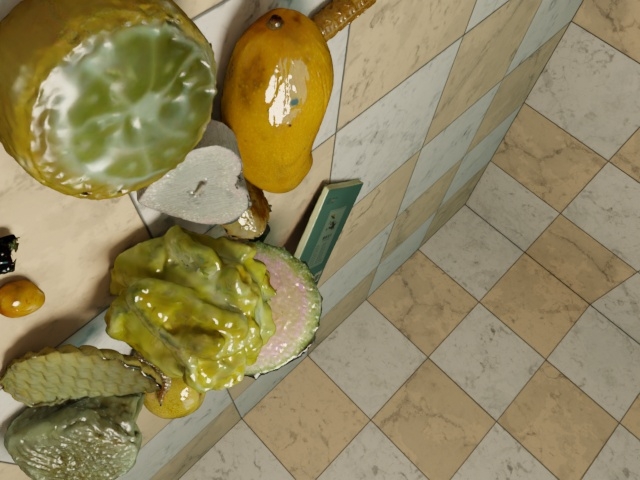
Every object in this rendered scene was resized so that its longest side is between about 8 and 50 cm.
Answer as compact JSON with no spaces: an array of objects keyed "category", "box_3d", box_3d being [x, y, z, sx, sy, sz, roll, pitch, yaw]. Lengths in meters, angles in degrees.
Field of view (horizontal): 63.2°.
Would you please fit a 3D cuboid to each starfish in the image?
[{"category":"starfish","box_3d":[-0.389,0.296,1.230,0.247,0.138,0.050,-51,-168,23]}]

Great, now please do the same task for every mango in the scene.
[{"category":"mango","box_3d":[-0.440,0.088,0.768,0.060,0.046,0.089,-48,167,-1]},{"category":"mango","box_3d":[-0.072,-0.200,0.840,0.187,0.144,0.359,-29,153,-29]}]

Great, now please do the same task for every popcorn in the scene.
[{"category":"popcorn","box_3d":[-0.229,0.113,0.963,0.312,0.312,0.312,-42,162,-17]}]

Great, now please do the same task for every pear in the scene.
[{"category":"pear","box_3d":[-0.384,0.378,1.352,0.178,0.178,0.178,-42,162,-17]}]

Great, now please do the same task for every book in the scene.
[{"category":"book","box_3d":[0.000,0.000,1.527,0.264,0.031,0.379,-21,138,-64]}]

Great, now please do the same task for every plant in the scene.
[{"category":"plant","box_3d":[-0.137,-0.039,1.213,0.051,0.051,0.102,-26,149,-50]}]

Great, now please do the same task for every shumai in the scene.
[{"category":"shumai","box_3d":[-0.515,0.385,1.112,0.260,0.222,0.225,5,123,-22]}]

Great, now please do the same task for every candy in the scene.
[{"category":"candy","box_3d":[-0.238,-0.167,0.591,0.260,0.118,0.260,-41,157,-22]}]

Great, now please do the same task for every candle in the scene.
[{"category":"candle","box_3d":[-0.196,-0.093,0.793,0.168,0.068,0.192,-10,148,-8]}]

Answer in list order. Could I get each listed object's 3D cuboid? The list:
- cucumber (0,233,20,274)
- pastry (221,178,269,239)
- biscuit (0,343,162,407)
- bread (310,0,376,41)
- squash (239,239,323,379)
[{"category":"cucumber","box_3d":[-0.449,0.033,0.621,0.181,0.053,0.053,-20,149,-51]},{"category":"pastry","box_3d":[-0.149,-0.073,0.962,0.081,0.153,0.153,-31,167,14]},{"category":"biscuit","box_3d":[-0.431,0.232,0.908,0.273,0.036,0.187,-7,142,3]},{"category":"bread","box_3d":[0.040,-0.388,0.875,0.157,0.044,0.052,-43,168,-12]},{"category":"squash","box_3d":[-0.162,0.155,1.304,0.310,0.310,0.309,-46,-175,-5]}]
